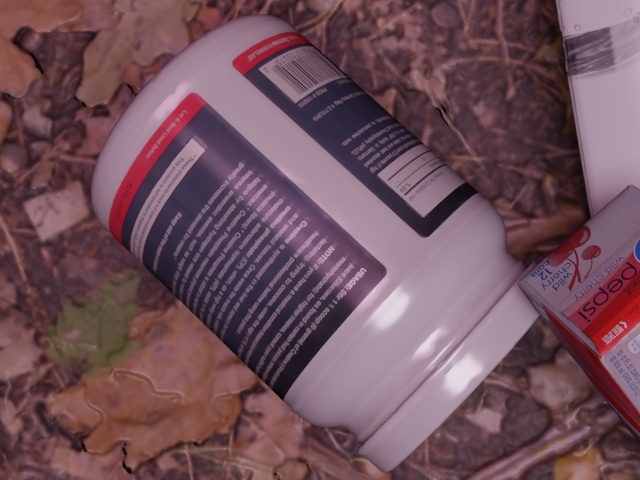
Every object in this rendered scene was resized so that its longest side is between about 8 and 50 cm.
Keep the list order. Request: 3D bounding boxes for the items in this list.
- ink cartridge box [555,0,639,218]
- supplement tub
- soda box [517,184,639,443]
[{"bbox_3d":[0.266,-0.162,0.631,0.223,0.129,0.308,-8,99,18],"label":"ink cartridge box"},{"bbox_3d":[0.000,0.000,0.671,0.272,0.191,0.191,43,91,8],"label":"supplement tub"},{"bbox_3d":[0.229,0.090,0.613,0.092,0.083,0.263,-42,126,2],"label":"soda box"}]
